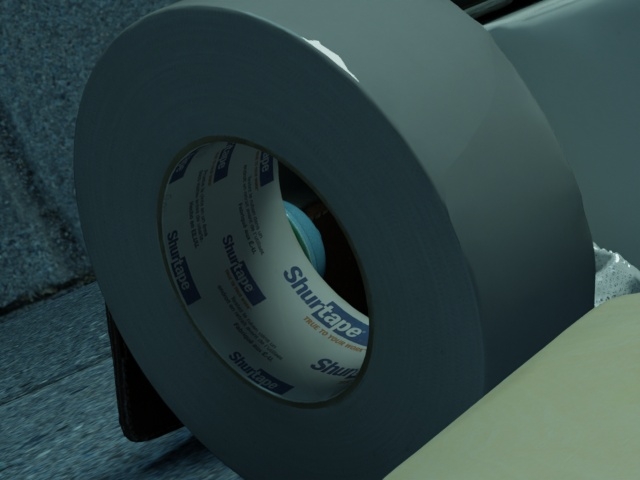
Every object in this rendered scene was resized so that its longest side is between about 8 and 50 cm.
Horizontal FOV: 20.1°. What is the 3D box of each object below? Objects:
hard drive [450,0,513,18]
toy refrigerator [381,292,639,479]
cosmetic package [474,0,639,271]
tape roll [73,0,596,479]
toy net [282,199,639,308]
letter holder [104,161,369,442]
[{"bbox_3d":[0.166,-0.183,0.857,0.339,0.064,0.237,-18,9,32],"label":"hard drive"},{"bbox_3d":[0.121,0.062,0.317,0.102,0.094,0.269,-36,10,-28],"label":"toy refrigerator"},{"bbox_3d":[0.245,-0.107,0.947,0.453,0.161,0.230,-29,9,-39],"label":"cosmetic package"},{"bbox_3d":[0.000,0.000,0.721,0.072,0.219,0.219,-31,8,-40],"label":"tape roll"},{"bbox_3d":[0.043,0.042,0.798,0.232,0.122,0.045,8,23,39],"label":"toy net"},{"bbox_3d":[0.031,0.004,1.060,0.152,0.214,0.302,21,35,35],"label":"letter holder"}]
